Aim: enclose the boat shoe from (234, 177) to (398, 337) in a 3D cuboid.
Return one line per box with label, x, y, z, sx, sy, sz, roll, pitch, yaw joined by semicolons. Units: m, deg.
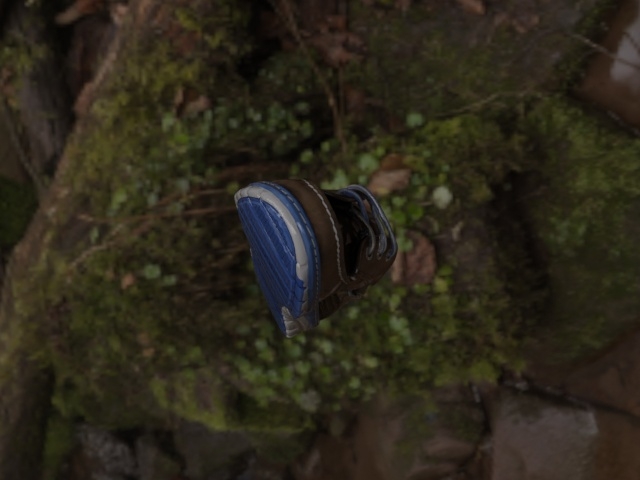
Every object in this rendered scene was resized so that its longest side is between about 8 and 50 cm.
boat shoe;0.000;0.000;0.564;0.066;0.066;0.183;63;172;8
